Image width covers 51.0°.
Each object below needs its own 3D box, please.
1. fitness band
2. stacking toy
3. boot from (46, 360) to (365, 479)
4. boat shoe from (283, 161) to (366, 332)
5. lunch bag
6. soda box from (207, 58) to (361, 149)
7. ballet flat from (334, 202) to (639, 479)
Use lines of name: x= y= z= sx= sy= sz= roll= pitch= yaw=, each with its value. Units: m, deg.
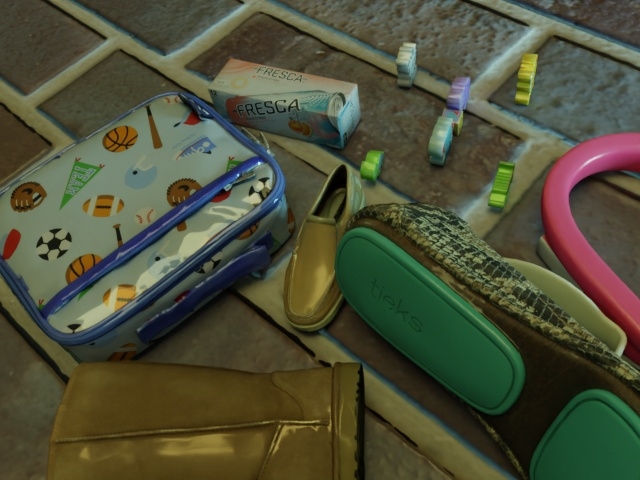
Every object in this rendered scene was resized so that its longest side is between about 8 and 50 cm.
fitness band: x=0.340 y=0.008 z=0.643 sx=0.209 sy=0.054 sz=0.291 roll=-25 pitch=55 yaw=-8
stacking toy: x=0.153 y=-0.144 z=0.786 sx=0.166 sy=0.052 sz=0.221 roll=11 pitch=58 yaw=18
boot: x=-0.098 y=0.207 z=0.561 sx=0.269 sy=0.089 sz=0.236 roll=-4 pitch=46 yaw=9
boat shoe: x=0.000 y=0.000 z=0.695 sx=0.068 sy=0.072 sz=0.190 roll=5 pitch=56 yaw=13
lunch bag: x=-0.183 y=-0.021 z=0.720 sx=0.303 sy=0.115 sz=0.243 roll=-38 pitch=59 yaw=-16
soda box: x=-0.045 y=-0.172 z=0.836 sx=0.183 sy=0.058 sz=0.063 roll=16 pitch=58 yaw=21
ballet flat: x=0.204 y=0.122 z=0.538 sx=0.182 sy=0.164 sz=0.483 roll=-14 pitch=47 yaw=-32
